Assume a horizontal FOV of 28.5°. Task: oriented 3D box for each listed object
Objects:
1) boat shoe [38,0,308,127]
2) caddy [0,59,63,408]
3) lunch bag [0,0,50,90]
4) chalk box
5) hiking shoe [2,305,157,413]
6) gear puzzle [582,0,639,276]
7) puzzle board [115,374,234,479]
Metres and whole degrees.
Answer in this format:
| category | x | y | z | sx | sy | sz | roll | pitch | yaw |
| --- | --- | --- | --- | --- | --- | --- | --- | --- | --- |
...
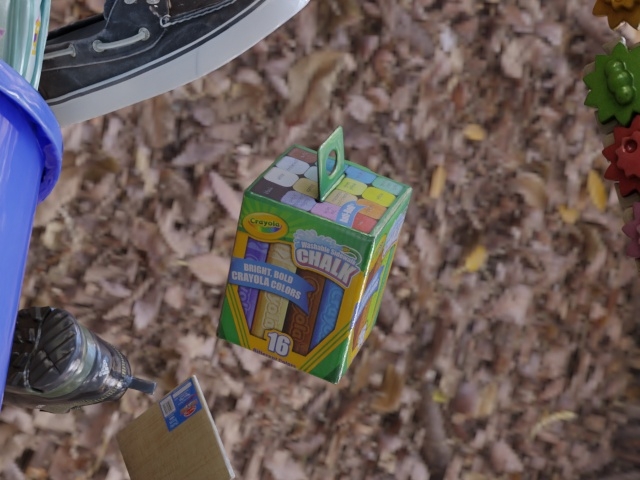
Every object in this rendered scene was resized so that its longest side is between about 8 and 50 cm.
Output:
| category | x | y | z | sx | sy | sz | roll | pitch | yaw |
| --- | --- | --- | --- | --- | --- | --- | --- | --- | --- |
| boat shoe | -0.150 | -0.194 | 1.137 | 0.102 | 0.301 | 0.108 | 61 | 37 | -19 |
| caddy | -0.236 | -0.022 | 0.365 | 0.341 | 0.241 | 0.179 | 25 | 61 | -51 |
| lunch bag | -0.276 | -0.154 | 1.013 | 0.107 | 0.224 | 0.279 | 5 | 123 | -15 |
| chalk box | 0.000 | 0.000 | 1.619 | 0.180 | 0.179 | 0.289 | -50 | 158 | -57 |
| hiking shoe | -0.232 | 0.099 | 0.961 | 0.114 | 0.226 | 0.086 | 38 | 66 | -43 |
| gear puzzle | 0.339 | -0.140 | 1.217 | 0.044 | 0.175 | 0.339 | 14 | 60 | -54 |
| puzzle board | -0.128 | 0.188 | 1.103 | 0.011 | 0.128 | 0.096 | -1 | 60 | -46 |
